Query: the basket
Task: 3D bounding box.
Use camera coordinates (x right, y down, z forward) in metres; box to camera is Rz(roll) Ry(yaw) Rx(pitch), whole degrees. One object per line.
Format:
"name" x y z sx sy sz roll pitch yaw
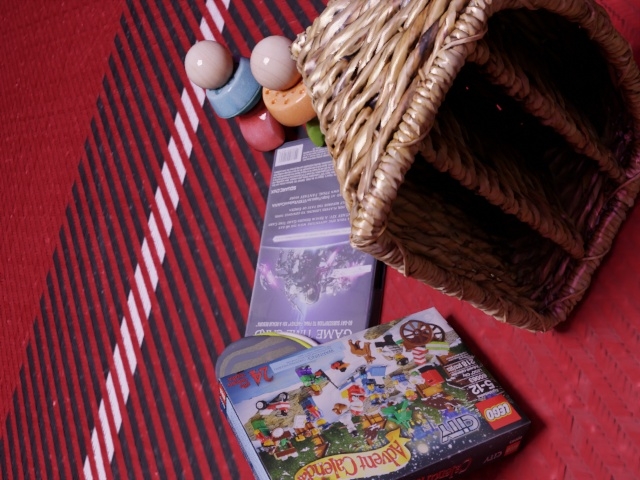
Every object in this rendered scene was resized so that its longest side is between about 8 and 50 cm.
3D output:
"basket" 0.158 -0.088 0.653 0.213 0.299 0.223 -38 49 25

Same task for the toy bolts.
"toy bolts" -0.050 -0.223 0.988 0.228 0.158 0.218 -7 60 42

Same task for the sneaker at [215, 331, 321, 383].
"sneaker" -0.027 0.172 0.835 0.299 0.121 0.111 17 102 47

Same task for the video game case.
"video game case" 0.000 0.000 0.966 0.196 0.026 0.275 -6 70 42

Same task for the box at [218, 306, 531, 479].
"box" 0.045 0.156 0.725 0.159 0.233 0.044 52 149 43
